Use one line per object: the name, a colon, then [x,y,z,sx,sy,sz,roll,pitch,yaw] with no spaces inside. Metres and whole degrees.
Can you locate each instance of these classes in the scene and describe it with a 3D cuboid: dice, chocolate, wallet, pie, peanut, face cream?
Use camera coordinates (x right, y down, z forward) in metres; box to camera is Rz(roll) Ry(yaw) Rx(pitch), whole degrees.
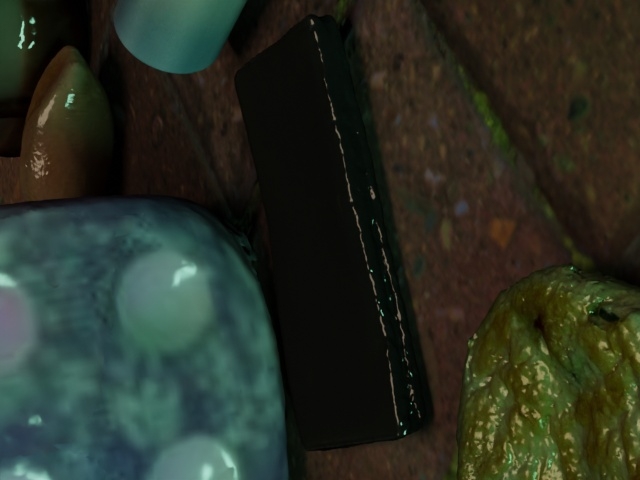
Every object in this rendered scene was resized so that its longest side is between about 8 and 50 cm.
dice: [-0.196,0.118,0.954,0.270,0.271,0.270,-14,83,60]
chocolate: [-0.327,-0.199,1.200,0.283,0.186,0.283,18,111,58]
wallet: [0.001,0.000,0.836,0.124,0.025,0.244,-24,77,59]
pie: [0.122,0.100,0.635,0.187,0.041,0.187,20,113,58]
peanut: [-0.199,-0.079,1.119,0.076,0.076,0.152,38,130,51]
face cream: [-0.053,-0.205,0.835,0.250,0.077,0.077,-55,50,47]
